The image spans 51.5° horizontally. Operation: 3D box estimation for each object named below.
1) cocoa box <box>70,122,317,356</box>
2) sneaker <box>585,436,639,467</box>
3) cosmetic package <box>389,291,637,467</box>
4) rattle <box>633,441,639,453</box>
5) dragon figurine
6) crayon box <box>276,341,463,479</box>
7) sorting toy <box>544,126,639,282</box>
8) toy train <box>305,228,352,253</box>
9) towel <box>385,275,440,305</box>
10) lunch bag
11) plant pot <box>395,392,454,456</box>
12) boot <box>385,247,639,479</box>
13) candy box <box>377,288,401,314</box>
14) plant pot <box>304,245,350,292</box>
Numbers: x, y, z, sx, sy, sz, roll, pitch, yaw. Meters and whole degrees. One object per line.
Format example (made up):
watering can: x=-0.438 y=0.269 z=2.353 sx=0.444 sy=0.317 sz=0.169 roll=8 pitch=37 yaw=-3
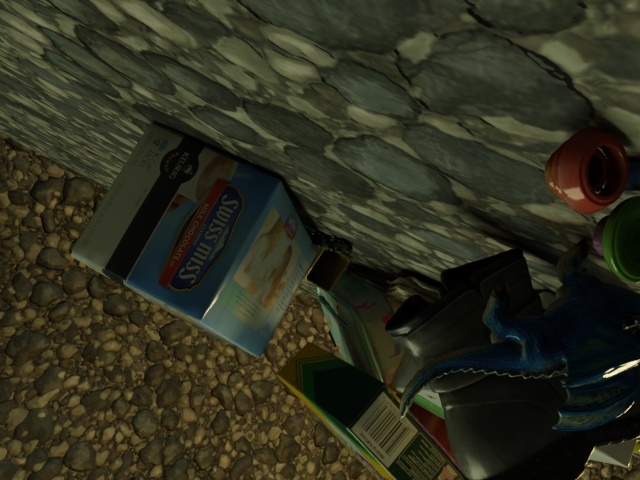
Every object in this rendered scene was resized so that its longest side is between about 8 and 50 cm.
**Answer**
cocoa box: x=-0.173 y=0.018 z=1.062 sx=0.227 sy=0.232 sz=0.347 roll=25 pitch=168 yaw=16
sneaker: x=0.426 y=0.299 z=1.059 sx=0.271 sy=0.100 sz=0.108 roll=1 pitch=-129 yaw=-45
cosmetic package: x=0.274 y=0.198 z=0.970 sx=0.196 sy=0.155 sz=0.365 roll=30 pitch=164 yaw=-8
rattle: x=0.579 y=0.289 z=1.236 sx=0.130 sy=0.143 sz=0.199 roll=12 pitch=-158 yaw=35
dragon figurine: x=0.209 y=0.095 z=0.540 sx=0.144 sy=0.289 sz=0.085 roll=55 pitch=167 yaw=41
crayon box: x=0.114 y=0.378 z=1.254 sx=0.363 sy=0.106 sz=0.313 roll=50 pitch=164 yaw=-20
sorting toy: x=0.168 y=-0.024 z=0.397 sx=0.102 sy=0.061 sz=0.042 roll=54 pitch=162 yaw=-20
toy train: x=0.000 y=0.000 z=1.212 sx=0.036 sy=0.027 sz=0.158 roll=19 pitch=179 yaw=-43
towel: x=0.255 y=0.136 z=1.204 sx=0.282 sy=0.049 sz=0.187 roll=25 pitch=173 yaw=0
lunch bag: x=0.084 y=0.181 z=1.419 sx=0.224 sy=0.107 sz=0.279 roll=67 pitch=168 yaw=-16
plant pot: x=0.288 y=0.312 z=1.427 sx=0.272 sy=0.265 sz=0.272 roll=25 pitch=172 yaw=4
boot: x=0.242 y=0.104 z=0.688 sx=0.118 sy=0.338 sz=0.223 roll=-29 pitch=82 yaw=55
candy box: x=0.232 y=0.221 z=1.664 sx=0.316 sy=0.088 sz=0.183 roll=26 pitch=172 yaw=-2
plant pot: x=-0.008 y=0.040 z=1.312 sx=0.081 sy=0.082 sz=0.083 roll=34 pitch=180 yaw=-43
